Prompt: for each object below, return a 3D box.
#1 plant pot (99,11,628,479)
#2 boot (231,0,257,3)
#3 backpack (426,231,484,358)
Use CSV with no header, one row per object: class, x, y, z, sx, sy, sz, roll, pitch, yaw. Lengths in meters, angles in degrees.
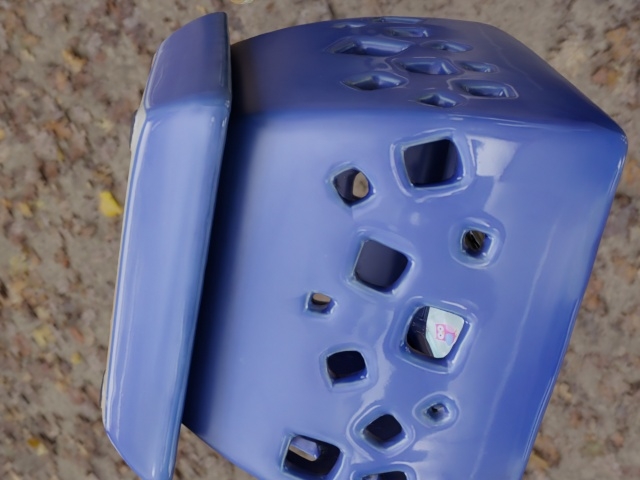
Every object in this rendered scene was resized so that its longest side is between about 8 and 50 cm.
plant pot,0.000,0.000,0.524,0.212,0.236,0.236,7,113,-9
boot,0.029,-0.332,0.925,0.095,0.203,0.262,58,133,22
backpack,0.138,0.068,0.980,0.144,0.166,0.188,-33,78,17
